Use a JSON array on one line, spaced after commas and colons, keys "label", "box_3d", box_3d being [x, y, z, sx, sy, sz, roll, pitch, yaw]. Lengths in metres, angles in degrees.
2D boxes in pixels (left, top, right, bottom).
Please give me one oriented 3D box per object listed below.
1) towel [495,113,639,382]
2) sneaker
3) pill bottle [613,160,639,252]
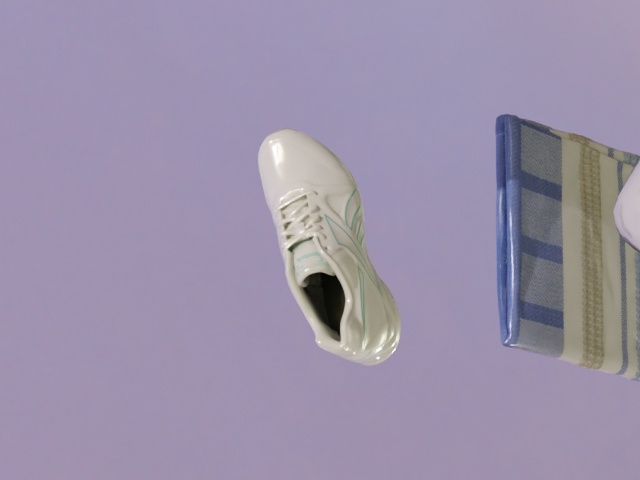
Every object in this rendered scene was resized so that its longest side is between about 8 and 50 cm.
[{"label": "towel", "box_3d": [0.252, 0.017, 1.271, 0.285, 0.034, 0.209, 15, -112, -37]}, {"label": "sneaker", "box_3d": [0.000, 0.000, 0.864, 0.061, 0.053, 0.152, 9, -125, -65]}, {"label": "pill bottle", "box_3d": [0.235, -0.083, 0.377, 0.176, 0.318, 0.176, 35, -174, -4]}]
